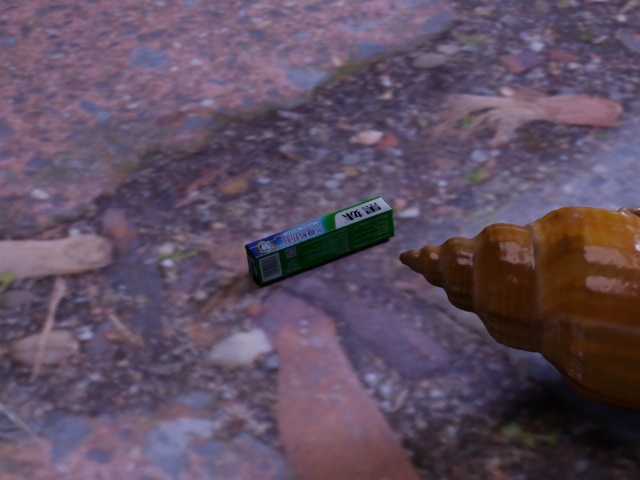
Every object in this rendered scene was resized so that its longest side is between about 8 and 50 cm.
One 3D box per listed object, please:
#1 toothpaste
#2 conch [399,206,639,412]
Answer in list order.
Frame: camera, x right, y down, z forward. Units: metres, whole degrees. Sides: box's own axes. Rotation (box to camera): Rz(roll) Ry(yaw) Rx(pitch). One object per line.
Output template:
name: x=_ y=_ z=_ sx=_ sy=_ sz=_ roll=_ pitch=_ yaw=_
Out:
toothpaste: x=0.000 y=0.000 z=1.033 sx=0.083 sy=0.020 sz=0.017 roll=-20 pitch=37 yaw=-16
conch: x=0.199 y=0.047 z=0.909 sx=0.330 sy=0.093 sz=0.109 roll=17 pitch=22 yaw=-3
